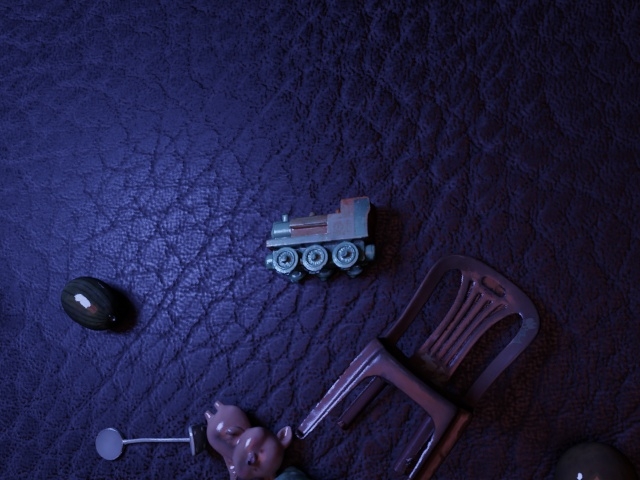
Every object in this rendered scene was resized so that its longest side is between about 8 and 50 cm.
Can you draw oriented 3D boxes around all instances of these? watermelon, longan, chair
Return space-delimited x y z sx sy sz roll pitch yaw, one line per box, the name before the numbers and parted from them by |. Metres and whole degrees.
watermelon | -0.370 0.104 1.038 0.111 0.078 0.078 31 90 16
longan | 0.359 0.318 0.827 0.106 0.106 0.119 -41 117 5
chair | 0.148 0.171 0.850 0.176 0.183 0.326 37 93 15

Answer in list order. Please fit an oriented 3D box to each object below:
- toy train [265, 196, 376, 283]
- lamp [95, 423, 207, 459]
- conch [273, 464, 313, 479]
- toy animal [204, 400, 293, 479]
toy train | 0.000 0.000 0.970 0.176 0.074 0.118 -5 71 18
lamp | -0.273 0.317 0.999 0.199 0.056 0.050 -9 83 15
conch | -0.025 0.417 0.888 0.176 0.122 0.188 -4 80 -15
toy animal | -0.111 0.298 0.952 0.150 0.089 0.083 37 123 12
